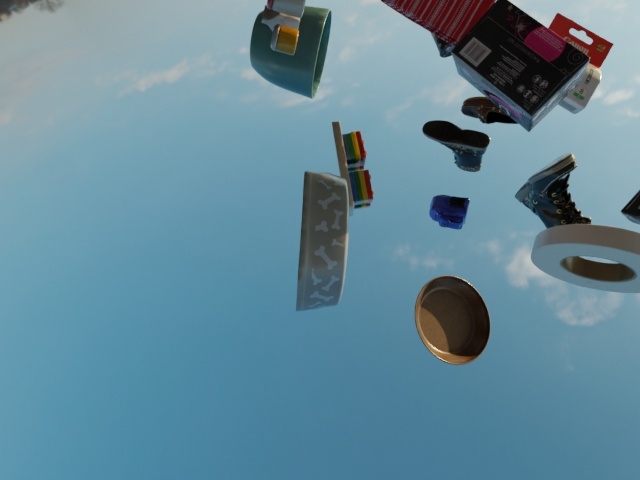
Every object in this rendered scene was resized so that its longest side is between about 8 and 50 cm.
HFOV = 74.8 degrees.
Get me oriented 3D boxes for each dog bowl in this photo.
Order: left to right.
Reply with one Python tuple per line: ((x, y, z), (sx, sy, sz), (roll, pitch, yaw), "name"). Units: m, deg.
((0.000, 0.000, 1.003), (0.102, 0.348, 0.348), (3, -131, -3), "dog bowl")

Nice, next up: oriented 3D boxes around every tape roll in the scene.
((0.888, 0.064, 1.337), (0.392, 0.392, 0.072), (11, -107, 35), "tape roll")

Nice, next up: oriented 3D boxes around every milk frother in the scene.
((0.412, -0.651, 1.272), (0.143, 0.134, 0.129), (-13, 169, -35), "milk frother")

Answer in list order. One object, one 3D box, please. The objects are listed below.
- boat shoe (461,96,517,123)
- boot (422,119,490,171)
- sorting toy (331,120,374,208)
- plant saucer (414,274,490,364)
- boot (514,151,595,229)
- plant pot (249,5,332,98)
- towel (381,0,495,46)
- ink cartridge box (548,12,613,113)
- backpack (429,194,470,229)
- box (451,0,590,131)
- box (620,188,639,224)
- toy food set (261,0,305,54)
((0.512, -0.388, 1.259), (0.207, 0.073, 0.073), (19, -95, 49), "boat shoe")
((0.483, -0.335, 1.515), (0.236, 0.178, 0.085), (23, -105, 23), "boot")
((0.103, -0.217, 1.314), (0.089, 0.257, 0.255), (-10, -93, 3), "sorting toy")
((0.292, 0.179, 0.947), (0.198, 0.199, 0.036), (-59, -172, -25), "plant saucer")
((0.823, -0.117, 1.410), (0.138, 0.377, 0.284), (-32, -104, -2), "boot")
((-0.107, -0.663, 1.444), (0.235, 0.293, 0.293), (13, -126, 0), "plant pot")
((0.327, -0.664, 1.120), (0.275, 0.031, 0.198), (34, -80, 5), "towel")
((0.656, -0.475, 1.098), (0.181, 0.056, 0.224), (30, -91, 0), "ink cartridge box")
((0.415, -0.095, 1.365), (0.120, 0.098, 0.101), (14, -115, 18), "backpack")
((0.457, -0.405, 0.982), (0.163, 0.142, 0.247), (-47, -110, 17), "box")
((1.194, -0.165, 1.353), (0.307, 0.076, 0.242), (-53, -161, 9), "box")
((-0.077, -0.420, 0.693), (0.105, 0.111, 0.232), (11, -118, -11), "toy food set")
